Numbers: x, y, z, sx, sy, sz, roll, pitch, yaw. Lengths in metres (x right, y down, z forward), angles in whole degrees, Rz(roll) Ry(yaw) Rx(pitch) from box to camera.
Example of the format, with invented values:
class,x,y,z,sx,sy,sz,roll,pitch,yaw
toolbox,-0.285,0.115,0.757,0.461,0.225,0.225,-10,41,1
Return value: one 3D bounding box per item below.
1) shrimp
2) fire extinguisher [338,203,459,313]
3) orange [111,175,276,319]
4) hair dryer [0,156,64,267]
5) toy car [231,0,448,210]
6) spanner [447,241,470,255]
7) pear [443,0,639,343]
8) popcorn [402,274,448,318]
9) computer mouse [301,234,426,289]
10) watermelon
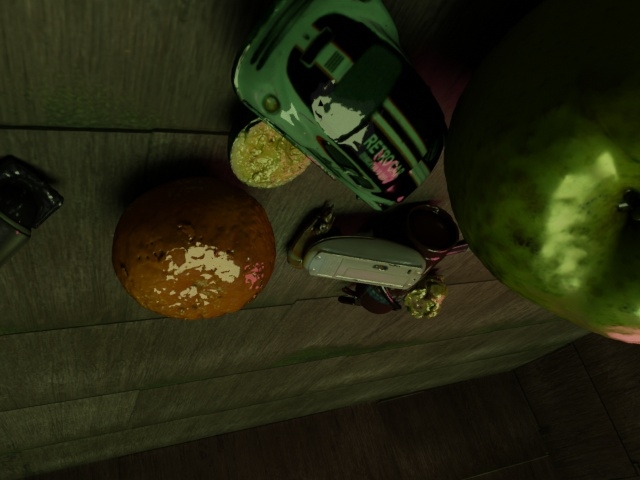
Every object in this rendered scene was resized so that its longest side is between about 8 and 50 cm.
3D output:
class,x,y,z,sx,sy,sz,roll,pitch,yaw
shrimp,0.000,0.000,0.816,0.099,0.041,0.180,-8,152,-20
fire extinguisher,0.127,0.059,0.951,0.142,0.105,0.341,25,146,-2
orange,-0.152,0.008,0.612,0.194,0.161,0.193,-7,141,-6
hair dryer,-0.401,-0.045,0.454,0.195,0.078,0.248,-50,133,-12
toy car,0.052,-0.114,0.489,0.136,0.125,0.306,-49,145,6
spanner,0.311,0.009,1.042,0.316,0.024,0.087,-13,148,-8
pear,0.299,-0.078,0.469,0.391,0.390,0.391,-14,153,-7
popcorn,0.241,0.122,1.153,0.097,0.089,0.109,28,130,-7
computer mouse,0.070,0.034,0.810,0.199,0.044,0.102,9,145,-9
watermelon,-0.056,-0.110,0.544,0.106,0.062,0.105,-22,142,-18
